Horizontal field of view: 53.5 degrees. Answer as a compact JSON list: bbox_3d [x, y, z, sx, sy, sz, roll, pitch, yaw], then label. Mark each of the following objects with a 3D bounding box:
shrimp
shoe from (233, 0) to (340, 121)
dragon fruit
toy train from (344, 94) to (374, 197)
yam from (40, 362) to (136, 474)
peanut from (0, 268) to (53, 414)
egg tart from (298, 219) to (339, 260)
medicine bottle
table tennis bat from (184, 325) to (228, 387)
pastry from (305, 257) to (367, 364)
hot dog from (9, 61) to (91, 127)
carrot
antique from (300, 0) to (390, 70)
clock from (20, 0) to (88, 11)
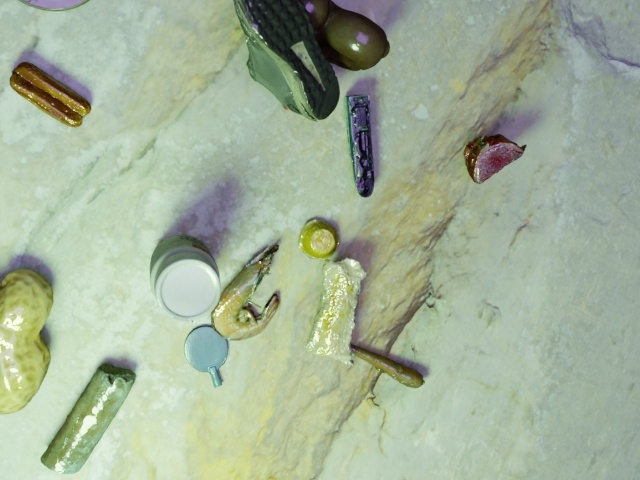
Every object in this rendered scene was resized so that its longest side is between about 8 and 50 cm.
[{"bbox_3d":[-0.153,0.124,1.475,0.143,0.052,0.251,32,98,-29],"label":"shrimp"},{"bbox_3d":[-0.099,-0.396,1.319,0.132,0.171,0.336,-54,132,-21],"label":"shoe"},{"bbox_3d":[0.402,-0.216,1.524,0.147,0.102,0.096,-38,105,0],"label":"dragon fruit"},{"bbox_3d":[0.091,-0.216,1.466,0.052,0.051,0.234,-9,106,-12],"label":"toy train"},{"bbox_3d":[-0.511,0.392,1.409,0.093,0.093,0.259,32,91,-18],"label":"yam"},{"bbox_3d":[-0.638,0.211,1.324,0.147,0.147,0.306,2,95,-15],"label":"peanut"},{"bbox_3d":[0.000,0.000,1.490,0.105,0.039,0.105,-3,100,-15],"label":"egg tart"},{"bbox_3d":[-0.284,0.074,1.320,0.144,0.252,0.145,-2,100,-12],"label":"medicine bottle"},{"bbox_3d":[-0.261,0.273,1.487,0.100,0.019,0.155,-19,103,-11],"label":"table tennis bat"},{"bbox_3d":[0.036,0.161,1.504,0.121,0.089,0.259,6,98,-12],"label":"pastry"},{"bbox_3d":[-0.550,-0.296,1.289,0.165,0.045,0.071,34,93,-18],"label":"hot dog"},{"bbox_3d":[0.153,0.307,1.587,0.254,0.049,0.049,29,92,-13],"label":"carrot"},{"bbox_3d":[0.028,-0.456,1.358,0.257,0.143,0.121,33,93,-15],"label":"antique"},{"bbox_3d":[-0.536,-0.573,1.248,0.235,0.029,0.235,-3,101,-14],"label":"clock"}]
